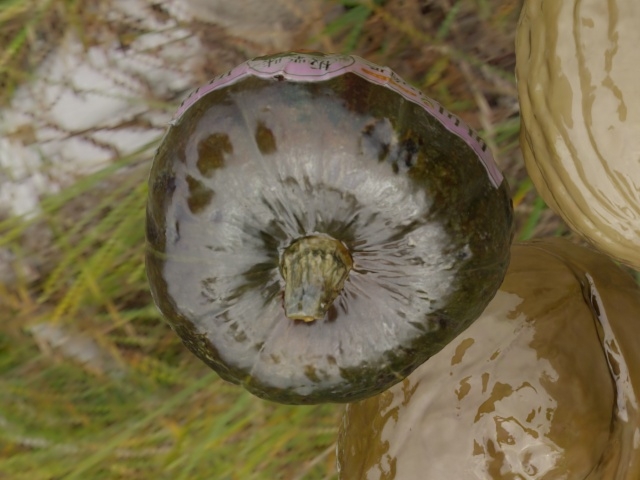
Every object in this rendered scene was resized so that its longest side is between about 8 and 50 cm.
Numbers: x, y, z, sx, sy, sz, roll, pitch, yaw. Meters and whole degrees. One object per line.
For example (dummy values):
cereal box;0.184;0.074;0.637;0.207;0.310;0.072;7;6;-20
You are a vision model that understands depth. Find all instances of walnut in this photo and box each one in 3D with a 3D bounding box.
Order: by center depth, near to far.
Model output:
walnut;0.221;-0.103;1.124;0.225;0.225;0.261;-7;68;30
walnut;0.193;0.187;2.010;0.308;0.354;0.398;52;125;41

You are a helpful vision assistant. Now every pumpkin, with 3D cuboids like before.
pumpkin;-0.001;0.001;1.328;0.260;0.189;0.260;3;111;7
